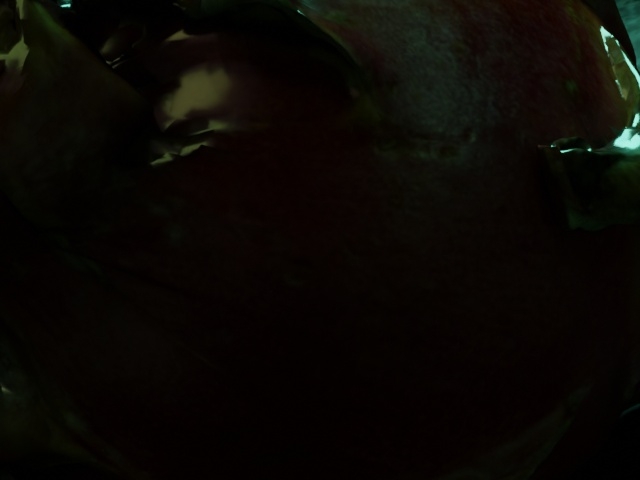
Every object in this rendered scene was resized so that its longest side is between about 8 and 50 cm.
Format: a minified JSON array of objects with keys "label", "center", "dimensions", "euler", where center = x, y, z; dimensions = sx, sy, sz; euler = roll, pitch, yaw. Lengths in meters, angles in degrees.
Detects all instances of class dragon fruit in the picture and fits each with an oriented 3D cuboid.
[{"label":"dragon fruit","center":[-0.001,-0.001,0.491],"dimensions":[0.250,0.315,0.250],"euler":[-4,68,11]}]
